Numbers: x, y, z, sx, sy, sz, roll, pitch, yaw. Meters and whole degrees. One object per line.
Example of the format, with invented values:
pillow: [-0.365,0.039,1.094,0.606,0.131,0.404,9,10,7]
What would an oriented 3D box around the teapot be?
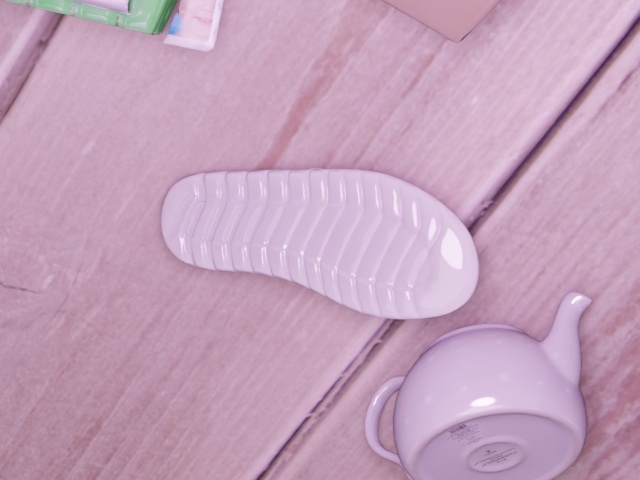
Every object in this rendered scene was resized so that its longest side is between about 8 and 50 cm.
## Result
teapot: [0.198,0.192,1.585,0.256,0.187,0.253,0,139,-8]

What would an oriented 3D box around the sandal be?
sandal: [0.003,-0.015,1.584,0.416,0.102,0.169,13,97,18]

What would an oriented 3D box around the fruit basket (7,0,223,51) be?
fruit basket: [-0.242,-0.417,1.429,0.327,0.165,0.353,13,105,-3]

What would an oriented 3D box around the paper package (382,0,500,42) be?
paper package: [0.090,-0.397,1.285,0.324,0.168,0.309,28,154,-11]
